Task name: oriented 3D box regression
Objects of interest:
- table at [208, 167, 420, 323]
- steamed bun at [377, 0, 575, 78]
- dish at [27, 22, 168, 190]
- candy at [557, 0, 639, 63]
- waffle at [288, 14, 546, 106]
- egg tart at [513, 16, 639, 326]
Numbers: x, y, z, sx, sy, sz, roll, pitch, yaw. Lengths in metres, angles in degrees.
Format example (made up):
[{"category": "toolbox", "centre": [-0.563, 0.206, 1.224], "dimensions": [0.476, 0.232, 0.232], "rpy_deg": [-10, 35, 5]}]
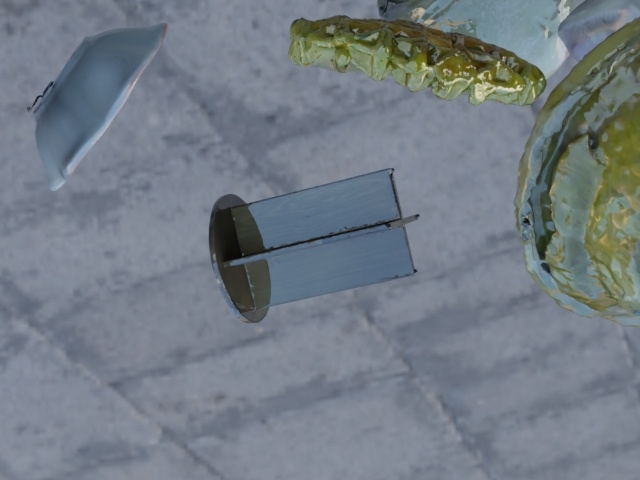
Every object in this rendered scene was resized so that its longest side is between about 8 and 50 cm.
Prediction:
[{"category": "table", "centre": [0.000, 0.000, 1.738], "dimensions": [0.227, 0.167, 0.167], "rpy_deg": [-13, 150, 20]}, {"category": "steamed bun", "centre": [0.160, -0.368, 1.720], "dimensions": [0.247, 0.339, 0.352], "rpy_deg": [-14, 127, -3]}, {"category": "dish", "centre": [-0.265, -0.167, 1.574], "dimensions": [0.081, 0.229, 0.229], "rpy_deg": [35, 133, -12]}, {"category": "candy", "centre": [0.452, -0.269, 1.549], "dimensions": [0.359, 0.208, 0.145], "rpy_deg": [-42, -175, -23]}, {"category": "waffle", "centre": [0.076, -0.141, 1.073], "dimensions": [0.194, 0.149, 0.051], "rpy_deg": [2, 107, -33]}, {"category": "egg tart", "centre": [0.328, -0.038, 1.153], "dimensions": [0.345, 0.132, 0.345], "rpy_deg": [-12, 131, -15]}]
